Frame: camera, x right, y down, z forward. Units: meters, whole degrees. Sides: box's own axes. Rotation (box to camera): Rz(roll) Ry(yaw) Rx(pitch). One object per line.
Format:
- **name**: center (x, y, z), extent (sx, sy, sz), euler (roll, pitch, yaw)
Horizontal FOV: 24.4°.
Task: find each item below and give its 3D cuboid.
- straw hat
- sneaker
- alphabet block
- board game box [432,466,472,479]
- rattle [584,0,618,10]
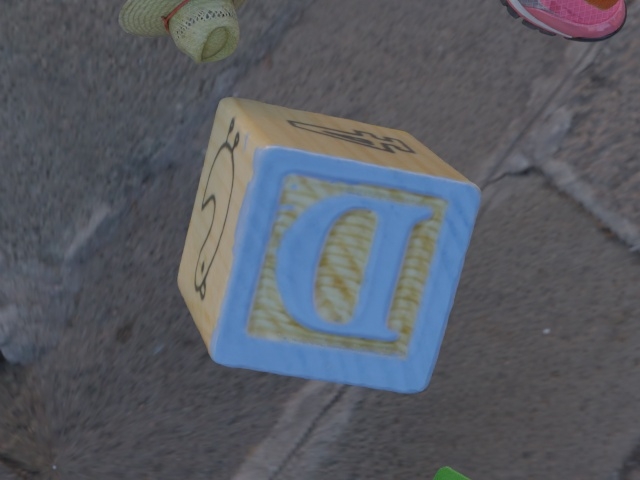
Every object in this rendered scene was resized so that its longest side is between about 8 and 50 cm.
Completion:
- **straw hat**: center (-0.102, -0.188, 1.293), extent (0.144, 0.144, 0.061), euler (-19, 76, -12)
- **sneaker**: center (0.236, -0.356, 1.678), extent (0.116, 0.136, 0.314), euler (-40, 89, -15)
- **alphabet block**: center (0.000, 0.000, 1.265), extent (0.193, 0.197, 0.192), euler (12, 102, -17)
- **board game box**: center (0.099, 0.346, 1.366), extent (0.039, 0.124, 0.259), euler (26, 88, -37)
- **rattle**: center (0.097, -0.176, 0.832), extent (0.199, 0.130, 0.143), euler (49, 31, -19)
